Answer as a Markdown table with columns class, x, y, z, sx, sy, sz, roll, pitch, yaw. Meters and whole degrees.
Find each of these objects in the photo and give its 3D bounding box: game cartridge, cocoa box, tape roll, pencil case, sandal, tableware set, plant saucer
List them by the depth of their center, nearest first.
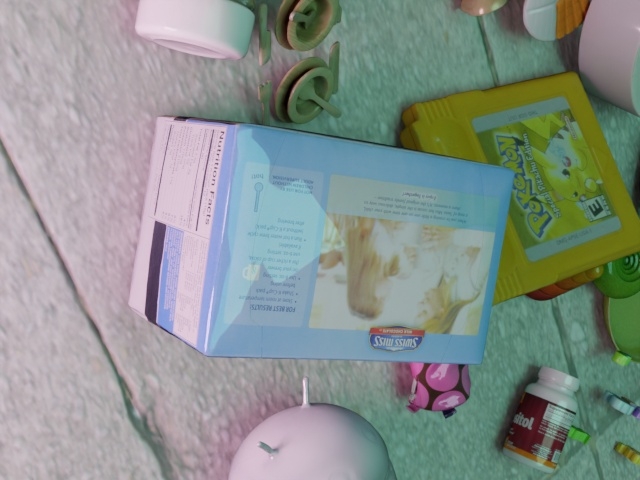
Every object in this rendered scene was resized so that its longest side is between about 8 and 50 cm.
| class | x | y | z | sx | sy | sz | roll | pitch | yaw |
| --- | --- | --- | --- | --- | --- | --- | --- | --- | --- |
| cocoa box | 0.000 | 0.000 | 1.021 | 0.347 | 0.228 | 0.232 | 6 | 95 | -30 |
| tableware set | -0.011 | -0.206 | 1.052 | 0.128 | 0.039 | 0.194 | -36 | 149 | -28 |
| game cartridge | 0.282 | -0.078 | 1.268 | 0.323 | 0.052 | 0.285 | -16 | 81 | -33 |
| pencil case | 0.152 | 0.132 | 1.269 | 0.098 | 0.095 | 0.209 | -13 | 105 | -17 |
| sandal | 0.363 | -0.367 | 1.330 | 0.265 | 0.076 | 0.102 | -29 | 137 | -30 |
| tape roll | 0.510 | -0.326 | 1.370 | 0.286 | 0.100 | 0.286 | -26 | 136 | -29 |
| plant saucer | 0.557 | 0.090 | 1.583 | 0.241 | 0.037 | 0.241 | -8 | 104 | -34 |

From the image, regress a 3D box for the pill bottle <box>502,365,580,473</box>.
| class | x | y | z | sx | sy | sz | roll | pitch | yaw |
| --- | --- | --- | --- | --- | --- | --- | --- | --- | --- |
| pill bottle | 0.347 | 0.277 | 1.438 | 0.086 | 0.086 | 0.152 | 27 | 82 | -36 |

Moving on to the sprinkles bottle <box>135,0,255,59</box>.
| class | x | y | z | sx | sy | sz | roll | pitch | yaw |
| --- | --- | --- | --- | --- | --- | --- | --- | --- | --- |
| sprinkles bottle | -0.101 | -0.375 | 0.963 | 0.121 | 0.121 | 0.355 | 10 | 93 | -37 |

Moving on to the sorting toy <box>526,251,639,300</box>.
| class | x | y | z | sx | sy | sz | roll | pitch | yaw |
| --- | --- | --- | --- | --- | --- | --- | --- | --- | --- |
| sorting toy | 0.484 | 0.036 | 1.430 | 0.365 | 0.126 | 0.127 | -1 | 95 | -25 |

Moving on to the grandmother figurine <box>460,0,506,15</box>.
| class | x | y | z | sx | sy | sz | roll | pitch | yaw |
| --- | --- | --- | --- | --- | --- | --- | --- | --- | --- |
| grandmother figurine | 0.187 | -0.475 | 1.168 | 0.208 | 0.104 | 0.342 | -44 | 124 | -31 |

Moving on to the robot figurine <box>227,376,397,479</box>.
| class | x | y | z | sx | sy | sz | roll | pitch | yaw |
| --- | --- | --- | --- | --- | --- | --- | --- | --- | --- |
| robot figurine | 0.008 | 0.348 | 1.134 | 0.300 | 0.199 | 0.353 | -64 | 140 | -60 |

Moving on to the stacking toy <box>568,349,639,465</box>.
| class | x | y | z | sx | sy | sz | roll | pitch | yaw |
| --- | --- | --- | --- | --- | --- | --- | --- | --- | --- |
| stacking toy | 0.525 | 0.287 | 1.567 | 0.221 | 0.052 | 0.167 | 24 | 98 | -36 |
